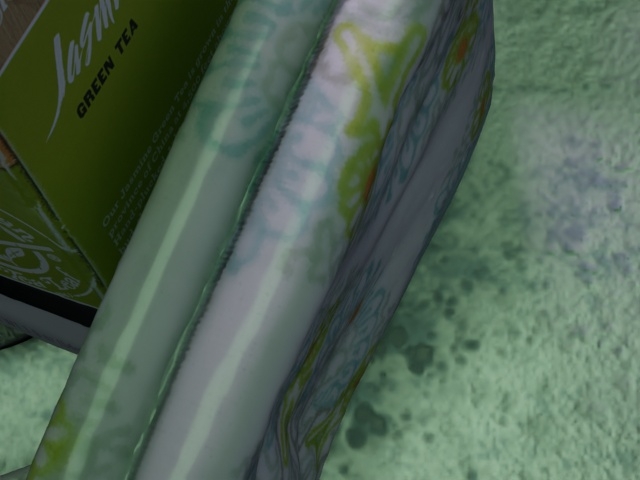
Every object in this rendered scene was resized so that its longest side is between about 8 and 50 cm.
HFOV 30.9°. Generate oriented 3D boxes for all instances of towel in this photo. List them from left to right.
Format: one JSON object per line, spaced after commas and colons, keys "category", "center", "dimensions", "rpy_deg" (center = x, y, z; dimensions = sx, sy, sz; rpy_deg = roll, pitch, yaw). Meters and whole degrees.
{"category": "towel", "center": [0.000, 0.000, 0.578], "dimensions": [0.090, 0.320, 0.374], "rpy_deg": [21, 82, 9]}

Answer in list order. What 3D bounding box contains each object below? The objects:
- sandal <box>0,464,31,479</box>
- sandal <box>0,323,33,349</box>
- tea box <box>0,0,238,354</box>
{"category": "sandal", "center": [-0.220, 0.187, 0.676], "dimensions": [0.265, 0.076, 0.102], "rpy_deg": [-15, 97, -23]}
{"category": "sandal", "center": [-0.157, -0.029, 0.721], "dimensions": [0.097, 0.054, 0.254], "rpy_deg": [40, 73, -2]}
{"category": "tea box", "center": [-0.198, -0.127, 0.546], "dimensions": [0.329, 0.323, 0.220], "rpy_deg": [18, 67, 16]}
